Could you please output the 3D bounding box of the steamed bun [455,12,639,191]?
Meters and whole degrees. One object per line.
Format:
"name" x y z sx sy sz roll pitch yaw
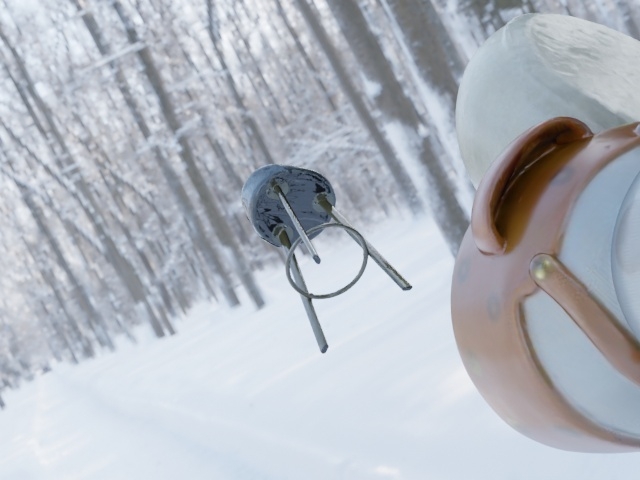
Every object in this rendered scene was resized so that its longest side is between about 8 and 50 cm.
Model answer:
"steamed bun" 0.250 -0.076 0.916 0.283 0.283 0.177 -27 -31 -53

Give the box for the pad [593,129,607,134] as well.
"pad" 0.262 0.002 0.625 0.002 0.176 0.266 8 -9 -41

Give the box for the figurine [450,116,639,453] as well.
"figurine" 0.141 0.017 0.366 0.143 0.143 0.271 -28 15 -27

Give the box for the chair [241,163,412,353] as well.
"chair" -0.001 0.000 0.960 0.095 0.104 0.221 -11 32 -18
